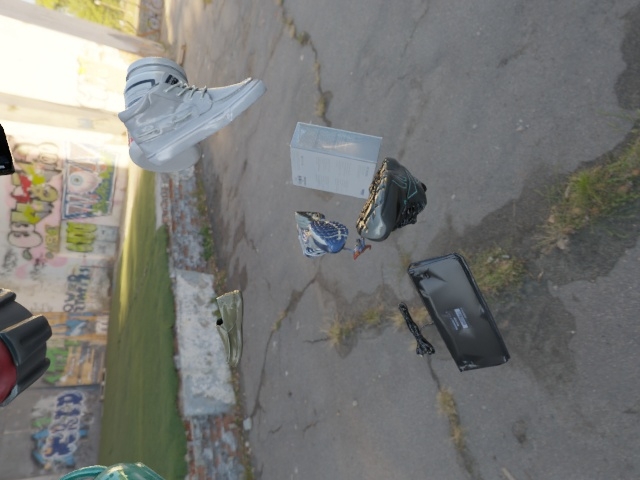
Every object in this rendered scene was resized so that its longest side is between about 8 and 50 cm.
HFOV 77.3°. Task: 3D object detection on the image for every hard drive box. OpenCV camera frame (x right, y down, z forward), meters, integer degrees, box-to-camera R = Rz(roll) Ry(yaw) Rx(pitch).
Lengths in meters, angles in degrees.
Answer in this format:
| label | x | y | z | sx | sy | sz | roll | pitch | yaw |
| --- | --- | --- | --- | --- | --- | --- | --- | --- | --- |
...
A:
| label | x | y | z | sx | sy | sz | roll | pitch | yaw |
| --- | --- | --- | --- | --- | --- | --- | --- | --- | --- |
| hard drive box | 0.041 | -0.217 | 1.116 | 0.181 | 0.232 | 0.089 | 93 | -169 | -64 |

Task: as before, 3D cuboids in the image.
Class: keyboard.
| label | x | y | z | sx | sy | sz | roll | pitch | yaw |
| --- | --- | --- | --- | --- | --- | --- | --- | --- | --- |
| keyboard | 0.281 | 0.178 | 0.912 | 0.201 | 0.317 | 0.033 | -21 | 21 | 27 |

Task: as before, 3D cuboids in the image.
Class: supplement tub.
| label | x | y | z | sx | sy | sz | roll | pitch | yaw |
| --- | --- | --- | --- | --- | --- | --- | --- | --- | --- |
| supplement tub | -0.450 | -0.349 | 1.137 | 0.191 | 0.191 | 0.272 | -30 | 67 | 54 |

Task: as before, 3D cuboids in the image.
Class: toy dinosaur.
| label | x | y | z | sx | sy | sz | roll | pitch | yaw |
| --- | --- | --- | --- | --- | --- | --- | --- | --- | --- |
| toy dinosaur | 0.093 | 0.019 | 0.921 | 0.047 | 0.090 | 0.082 | -44 | 27 | 38 |

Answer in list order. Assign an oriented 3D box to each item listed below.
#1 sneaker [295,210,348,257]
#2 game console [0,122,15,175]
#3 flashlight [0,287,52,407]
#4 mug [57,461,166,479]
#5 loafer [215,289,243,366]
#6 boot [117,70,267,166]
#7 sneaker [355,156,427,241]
| label | x | y | z | sx | sy | sz | roll | pitch | yaw |
| --- | --- | --- | --- | --- | --- | --- | --- | --- | --- |
| sneaker | 0.000 | 0.000 | 0.557 | 0.135 | 0.052 | 0.058 | -135 | 48 | -66 |
| game console | -0.827 | -0.216 | 0.800 | 0.044 | 0.361 | 0.213 | -24 | 96 | 24 |
| flashlight | -0.297 | 0.128 | 0.225 | 0.304 | 0.103 | 0.103 | -83 | -19 | -75 |
| mug | -0.216 | 0.302 | 0.438 | 0.097 | 0.158 | 0.129 | -53 | 9 | -36 |
| loafer | -0.169 | 0.163 | 0.741 | 0.056 | 0.050 | 0.148 | -150 | 61 | -75 |
| boot | -0.232 | -0.247 | 0.714 | 0.258 | 0.123 | 0.095 | -32 | 27 | 3 |
| sneaker | 0.136 | -0.071 | 0.698 | 0.101 | 0.106 | 0.267 | -60 | 1 | 34 |
